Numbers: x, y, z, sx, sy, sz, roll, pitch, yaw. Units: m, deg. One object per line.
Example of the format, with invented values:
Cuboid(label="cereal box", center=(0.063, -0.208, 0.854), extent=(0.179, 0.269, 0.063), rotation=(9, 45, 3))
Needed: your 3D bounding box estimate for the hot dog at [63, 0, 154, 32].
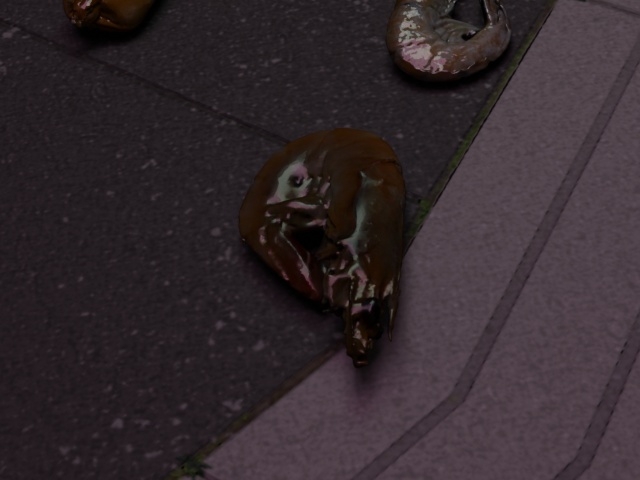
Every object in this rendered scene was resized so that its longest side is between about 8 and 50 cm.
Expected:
Cuboid(label="hot dog", center=(-0.213, -0.315, 1.446), extent=(0.102, 0.076, 0.249), rotation=(10, 48, 15))

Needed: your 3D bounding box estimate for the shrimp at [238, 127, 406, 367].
Cuboid(label="shrimp", center=(0.000, 0.000, 1.112), extent=(0.152, 0.063, 0.287), rotation=(-7, 43, 7))

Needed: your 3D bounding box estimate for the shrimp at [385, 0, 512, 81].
Cuboid(label="shrimp", center=(0.139, -0.243, 1.332), extent=(0.126, 0.047, 0.223), rotation=(10, 54, 10))
